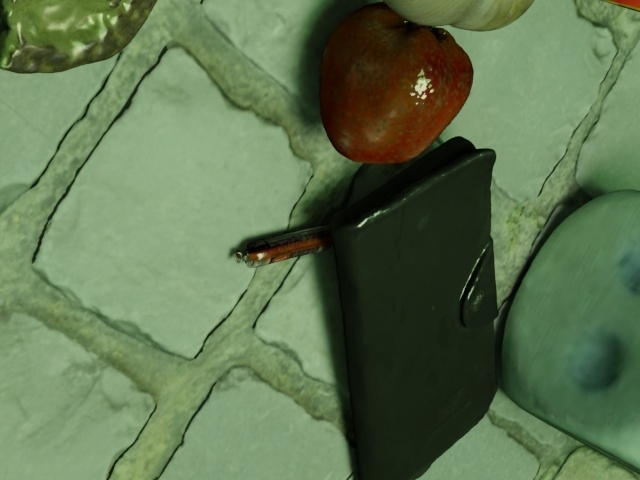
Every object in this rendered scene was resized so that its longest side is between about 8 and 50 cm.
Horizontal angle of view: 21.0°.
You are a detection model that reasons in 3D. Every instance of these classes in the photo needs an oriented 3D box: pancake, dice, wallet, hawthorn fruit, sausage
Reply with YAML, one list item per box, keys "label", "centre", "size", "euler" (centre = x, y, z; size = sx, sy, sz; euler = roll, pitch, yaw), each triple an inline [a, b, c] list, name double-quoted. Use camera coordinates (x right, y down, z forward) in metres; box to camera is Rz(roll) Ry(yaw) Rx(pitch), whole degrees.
- label: "pancake"
  centre: [-0.190, -0.231, 1.271]
  size: [0.212, 0.029, 0.235]
  euler: [-42, 134, -24]
- label: "dice"
  centre: [0.373, 0.117, 1.830]
  size: [0.268, 0.265, 0.262]
  euler: [31, 86, -47]
- label: "wallet"
  centre: [0.099, 0.081, 1.680]
  size: [0.197, 0.051, 0.377]
  euler: [-33, 137, -29]
- label: "hawthorn fruit"
  centre: [0.060, -0.133, 1.504]
  size: [0.133, 0.133, 0.138]
  euler: [10, 117, -47]
- label: "sausage"
  centre: [0.000, 0.000, 1.577]
  size: [0.198, 0.025, 0.028]
  euler: [-12, 149, -41]

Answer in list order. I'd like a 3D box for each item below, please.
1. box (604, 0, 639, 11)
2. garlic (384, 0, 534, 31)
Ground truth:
- label: "box"
  centre: [0.296, -0.284, 1.739]
  size: [0.133, 0.023, 0.090]
  euler: [7, 106, -46]
- label: "garlic"
  centre: [0.104, -0.286, 1.447]
  size: [0.228, 0.152, 0.227]
  euler: [1, 88, -32]
